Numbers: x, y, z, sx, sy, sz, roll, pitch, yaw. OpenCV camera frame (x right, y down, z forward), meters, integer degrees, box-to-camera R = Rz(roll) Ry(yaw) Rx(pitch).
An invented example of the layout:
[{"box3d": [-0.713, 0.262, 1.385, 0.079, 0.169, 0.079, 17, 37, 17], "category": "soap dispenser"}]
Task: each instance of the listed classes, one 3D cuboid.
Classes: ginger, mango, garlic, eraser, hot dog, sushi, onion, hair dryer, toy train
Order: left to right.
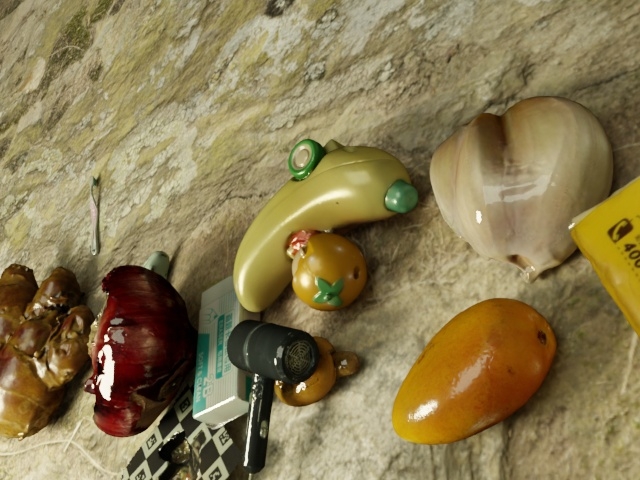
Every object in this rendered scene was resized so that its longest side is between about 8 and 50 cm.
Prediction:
[{"box3d": [-0.573, 0.192, 1.432, 0.274, 0.152, 0.357, -51, 48, 10], "category": "ginger"}, {"box3d": [-0.327, 0.130, 1.315, 0.051, 0.052, 0.234, 26, 88, 42], "category": "toy train"}, {"box3d": [-0.268, 0.177, 1.159, 0.272, 0.195, 0.272, -177, 90, -80], "category": "onion"}, {"box3d": [-0.200, 0.342, 1.100, 0.193, 0.040, 0.210, -53, 38, -4], "category": "sushi"}, {"box3d": [-0.141, 0.162, 1.110, 0.095, 0.052, 0.225, -30, 43, 28], "category": "eraser"}, {"box3d": [-0.074, 0.220, 0.974, 0.124, 0.071, 0.219, 7, 87, 50], "category": "hair dryer"}, {"box3d": [-0.012, 0.178, 1.011, 0.140, 0.060, 0.090, -41, 50, 32], "category": "hot dog"}, {"box3d": [0.163, 0.152, 0.834, 0.217, 0.102, 0.141, -43, 42, 15], "category": "mango"}, {"box3d": [0.236, -0.075, 0.874, 0.217, 0.110, 0.228, -27, 54, 25], "category": "garlic"}]

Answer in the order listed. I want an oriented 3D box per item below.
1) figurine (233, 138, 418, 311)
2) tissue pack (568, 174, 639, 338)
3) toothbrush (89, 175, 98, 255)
[{"box3d": [0.000, 0.000, 1.042, 0.324, 0.124, 0.222, -45, 51, 21], "category": "figurine"}, {"box3d": [0.421, 0.084, 0.548, 0.293, 0.228, 0.382, -39, 51, 23], "category": "tissue pack"}, {"box3d": [-0.485, -0.055, 1.562, 0.017, 0.022, 0.204, -21, 57, 14], "category": "toothbrush"}]
